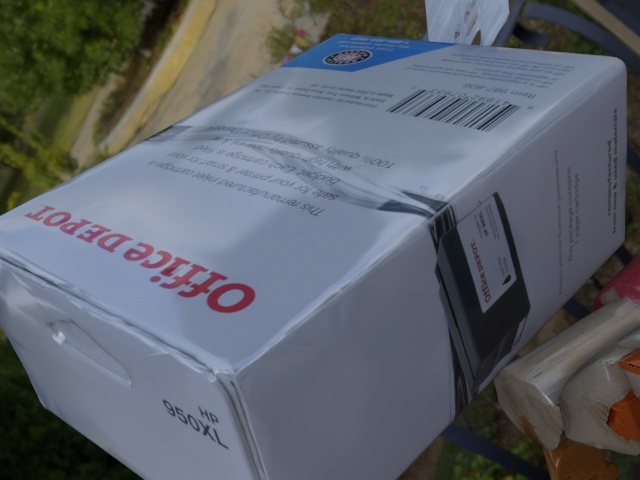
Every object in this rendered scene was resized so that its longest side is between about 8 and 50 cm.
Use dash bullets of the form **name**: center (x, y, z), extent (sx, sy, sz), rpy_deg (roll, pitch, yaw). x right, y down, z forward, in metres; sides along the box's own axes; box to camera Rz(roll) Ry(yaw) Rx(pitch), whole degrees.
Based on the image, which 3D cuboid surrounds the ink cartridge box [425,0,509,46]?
- **ink cartridge box**: center (0.152, -0.235, 0.792), extent (0.189, 0.066, 0.232), rpy_deg (112, 156, -59)

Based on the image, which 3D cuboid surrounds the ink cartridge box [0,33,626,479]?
- **ink cartridge box**: center (0.000, 0.000, 0.613), extent (0.285, 0.166, 0.395), rpy_deg (18, 42, 41)

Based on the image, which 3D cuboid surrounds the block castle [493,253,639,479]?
- **block castle**: center (0.320, 0.161, 0.392), extent (0.213, 0.303, 0.453), rpy_deg (-25, 15, -25)
